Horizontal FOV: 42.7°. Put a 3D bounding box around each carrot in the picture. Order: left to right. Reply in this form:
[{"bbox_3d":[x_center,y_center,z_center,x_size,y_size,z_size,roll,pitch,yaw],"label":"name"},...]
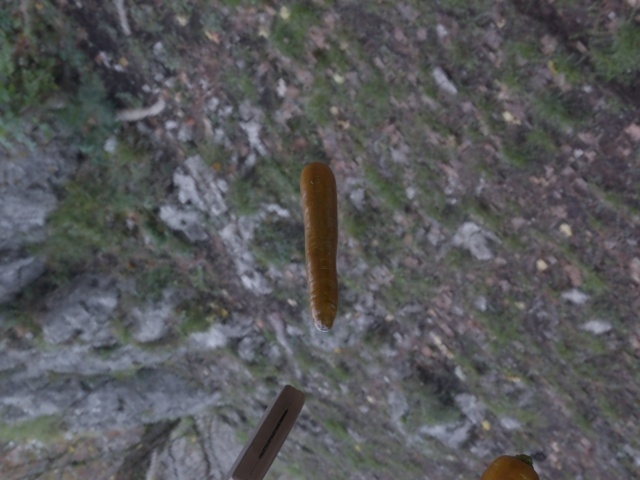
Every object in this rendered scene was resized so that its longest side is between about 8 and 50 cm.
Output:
[{"bbox_3d":[0.000,0.000,0.894,0.248,0.043,0.043,-92,-23,-43],"label":"carrot"},{"bbox_3d":[0.175,0.331,0.878,0.067,0.225,0.067,25,163,8],"label":"carrot"}]

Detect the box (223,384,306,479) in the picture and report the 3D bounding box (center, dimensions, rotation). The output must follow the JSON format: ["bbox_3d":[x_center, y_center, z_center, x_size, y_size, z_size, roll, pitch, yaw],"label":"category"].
[{"bbox_3d":[-0.048,0.169,0.670,0.025,0.115,0.048,34,128,1],"label":"box"}]
